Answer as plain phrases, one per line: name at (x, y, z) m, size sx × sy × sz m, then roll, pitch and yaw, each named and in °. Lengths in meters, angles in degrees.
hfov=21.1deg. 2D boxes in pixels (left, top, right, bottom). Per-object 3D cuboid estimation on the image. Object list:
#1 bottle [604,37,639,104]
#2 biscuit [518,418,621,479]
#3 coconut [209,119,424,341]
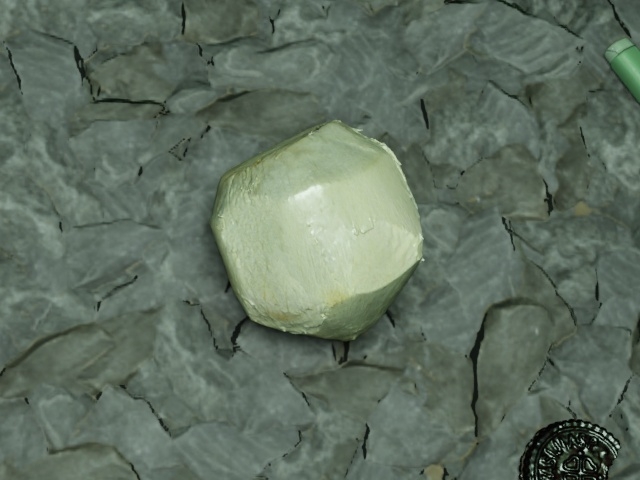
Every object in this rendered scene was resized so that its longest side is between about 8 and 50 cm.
bottle at (0.283, -0.139, 1.504) m, size 0.030 × 0.030 × 0.083 m, roll -31°, pitch 76°, yaw -20°
biscuit at (0.200, 0.184, 1.360) m, size 0.089 × 0.027 × 0.087 m, roll -16°, pitch 71°, yaw -16°
coconut at (0.003, -0.001, 1.327) m, size 0.161 × 0.161 × 0.162 m, roll -31°, pitch 97°, yaw -20°
